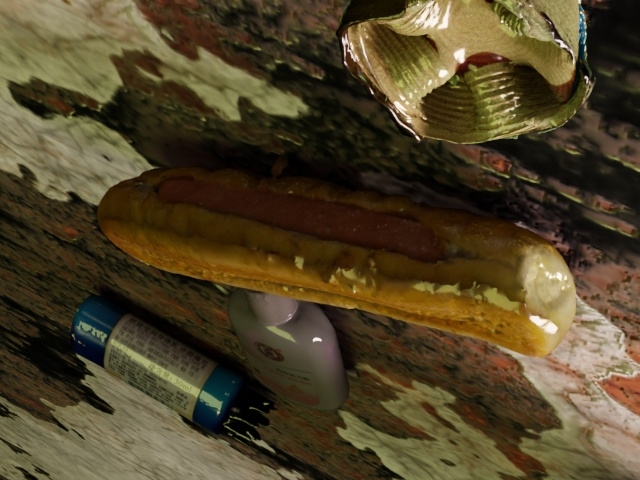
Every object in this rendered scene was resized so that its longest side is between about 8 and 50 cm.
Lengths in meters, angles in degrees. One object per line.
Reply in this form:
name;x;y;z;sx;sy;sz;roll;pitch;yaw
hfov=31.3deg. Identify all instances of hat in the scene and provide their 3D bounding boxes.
hat;0.051;-0.074;0.389;0.076;0.059;0.077;-9;141;34

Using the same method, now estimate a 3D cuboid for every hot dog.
hot dog;-0.001;0.004;0.596;0.286;0.061;0.088;14;154;33

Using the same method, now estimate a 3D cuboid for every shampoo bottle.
shampoo bottle;-0.124;0.113;0.969;0.183;0.050;0.087;29;152;8
shampoo bottle;-0.024;0.061;0.761;0.080;0.040;0.165;24;156;21
